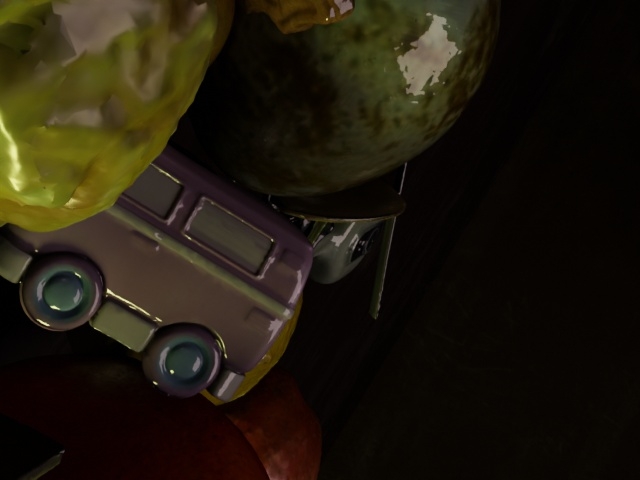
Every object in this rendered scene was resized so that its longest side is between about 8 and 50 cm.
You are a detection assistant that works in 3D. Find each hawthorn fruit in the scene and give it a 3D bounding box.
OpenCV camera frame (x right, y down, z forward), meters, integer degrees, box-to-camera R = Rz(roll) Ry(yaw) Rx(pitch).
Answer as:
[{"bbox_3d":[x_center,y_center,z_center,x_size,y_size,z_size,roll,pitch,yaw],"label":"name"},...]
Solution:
[{"bbox_3d":[-0.107,0.259,1.496,0.253,0.205,0.205,-62,173,-51],"label":"hawthorn fruit"}]

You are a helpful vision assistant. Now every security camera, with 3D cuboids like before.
[{"bbox_3d":[0.000,0.000,1.663,0.301,0.080,0.157,-28,146,-62],"label":"security camera"}]

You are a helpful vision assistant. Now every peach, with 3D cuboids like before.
[{"bbox_3d":[-0.167,0.191,0.899,0.258,0.362,0.201,-41,131,-62],"label":"peach"}]

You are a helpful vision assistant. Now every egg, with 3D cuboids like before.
[{"bbox_3d":[0.007,-0.159,1.001,0.289,0.238,0.238,-50,176,40],"label":"egg"}]

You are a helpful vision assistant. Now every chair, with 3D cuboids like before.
[{"bbox_3d":[-0.009,-0.061,1.270,0.159,0.172,0.246,-2,128,-35],"label":"chair"}]

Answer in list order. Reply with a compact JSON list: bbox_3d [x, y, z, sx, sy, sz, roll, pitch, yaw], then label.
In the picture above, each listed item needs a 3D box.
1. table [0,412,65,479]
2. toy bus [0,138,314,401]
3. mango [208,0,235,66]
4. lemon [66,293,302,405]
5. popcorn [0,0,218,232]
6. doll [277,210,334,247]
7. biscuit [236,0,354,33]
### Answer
[{"bbox_3d":[-0.271,0.163,0.662,0.172,0.193,0.169,-32,143,-59],"label":"table"},{"bbox_3d":[-0.122,0.003,0.879,0.142,0.202,0.142,-57,-159,3],"label":"toy bus"},{"bbox_3d":[-0.131,-0.136,0.780,0.138,0.113,0.253,-50,175,27],"label":"mango"},{"bbox_3d":[-0.113,0.045,1.067,0.192,0.192,0.231,-66,171,20],"label":"lemon"},{"bbox_3d":[-0.177,-0.103,0.487,0.276,0.276,0.225,-61,-157,-1],"label":"popcorn"},{"bbox_3d":[-0.016,-0.063,1.466,0.127,0.088,0.248,23,87,-56],"label":"doll"},{"bbox_3d":[-0.023,-0.213,0.784,0.034,0.215,0.182,-13,122,-25],"label":"biscuit"}]
